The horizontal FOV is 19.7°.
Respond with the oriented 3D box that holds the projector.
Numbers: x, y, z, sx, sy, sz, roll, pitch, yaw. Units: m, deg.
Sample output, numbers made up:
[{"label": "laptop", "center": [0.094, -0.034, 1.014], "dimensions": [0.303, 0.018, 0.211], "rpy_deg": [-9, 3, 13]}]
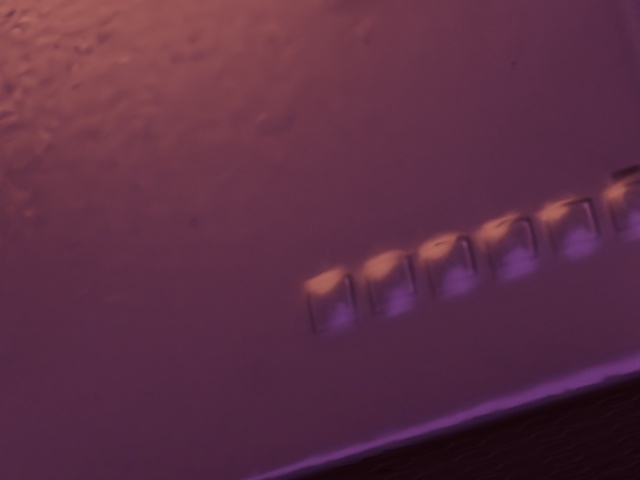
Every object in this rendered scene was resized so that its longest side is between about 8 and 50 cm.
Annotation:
[{"label": "projector", "center": [0.000, 0.000, 0.532], "dimensions": [0.250, 0.108, 0.198], "rpy_deg": [-19, 56, 12]}]
